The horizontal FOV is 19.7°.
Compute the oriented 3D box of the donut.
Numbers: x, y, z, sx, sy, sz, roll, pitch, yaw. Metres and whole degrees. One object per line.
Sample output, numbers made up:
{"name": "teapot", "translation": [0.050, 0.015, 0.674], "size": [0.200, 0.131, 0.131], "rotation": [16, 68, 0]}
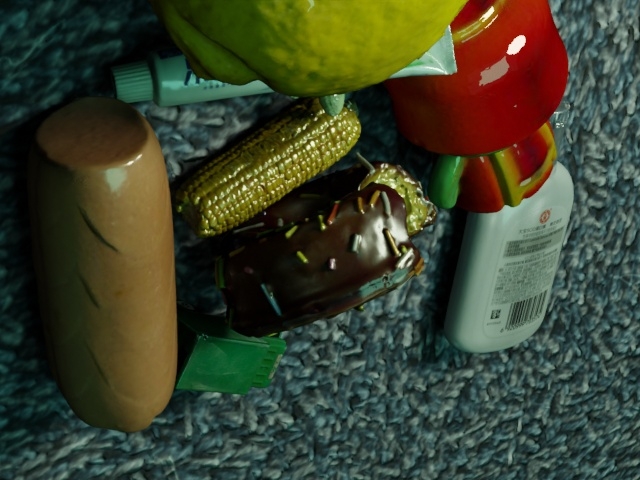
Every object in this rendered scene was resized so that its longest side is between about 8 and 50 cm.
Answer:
{"name": "donut", "translation": [0.000, 0.001, 1.682], "size": [0.096, 0.216, 0.230], "rotation": [64, 26, -15]}

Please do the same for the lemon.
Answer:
{"name": "lemon", "translation": [-0.002, -0.256, 1.432], "size": [0.297, 0.297, 0.297], "rotation": [-25, 132, -31]}

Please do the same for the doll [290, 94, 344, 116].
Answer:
{"name": "doll", "translation": [0.003, -0.171, 1.661], "size": [0.150, 0.077, 0.115], "rotation": [3, 96, -60]}

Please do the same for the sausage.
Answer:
{"name": "sausage", "translation": [-0.183, 0.031, 1.575], "size": [0.121, 0.121, 0.304], "rotation": [-26, 132, -31]}

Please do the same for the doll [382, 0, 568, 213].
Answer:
{"name": "doll", "translation": [0.143, -0.169, 1.729], "size": [0.182, 0.160, 0.363], "rotation": [-45, 140, -17]}

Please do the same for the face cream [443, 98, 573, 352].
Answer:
{"name": "face cream", "translation": [0.210, -0.018, 1.974], "size": [0.144, 0.071, 0.291], "rotation": [-17, 129, -38]}

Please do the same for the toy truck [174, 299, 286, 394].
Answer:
{"name": "toy truck", "translation": [-0.098, 0.102, 1.745], "size": [0.147, 0.079, 0.065], "rotation": [11, 108, -50]}

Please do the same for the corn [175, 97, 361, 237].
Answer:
{"name": "corn", "translation": [-0.044, -0.071, 1.686], "size": [0.207, 0.068, 0.068], "rotation": [-35, 137, -23]}

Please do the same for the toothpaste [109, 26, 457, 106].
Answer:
{"name": "toothpaste", "translation": [-0.031, -0.156, 1.569], "size": [0.297, 0.048, 0.075], "rotation": [-10, 100, -10]}
